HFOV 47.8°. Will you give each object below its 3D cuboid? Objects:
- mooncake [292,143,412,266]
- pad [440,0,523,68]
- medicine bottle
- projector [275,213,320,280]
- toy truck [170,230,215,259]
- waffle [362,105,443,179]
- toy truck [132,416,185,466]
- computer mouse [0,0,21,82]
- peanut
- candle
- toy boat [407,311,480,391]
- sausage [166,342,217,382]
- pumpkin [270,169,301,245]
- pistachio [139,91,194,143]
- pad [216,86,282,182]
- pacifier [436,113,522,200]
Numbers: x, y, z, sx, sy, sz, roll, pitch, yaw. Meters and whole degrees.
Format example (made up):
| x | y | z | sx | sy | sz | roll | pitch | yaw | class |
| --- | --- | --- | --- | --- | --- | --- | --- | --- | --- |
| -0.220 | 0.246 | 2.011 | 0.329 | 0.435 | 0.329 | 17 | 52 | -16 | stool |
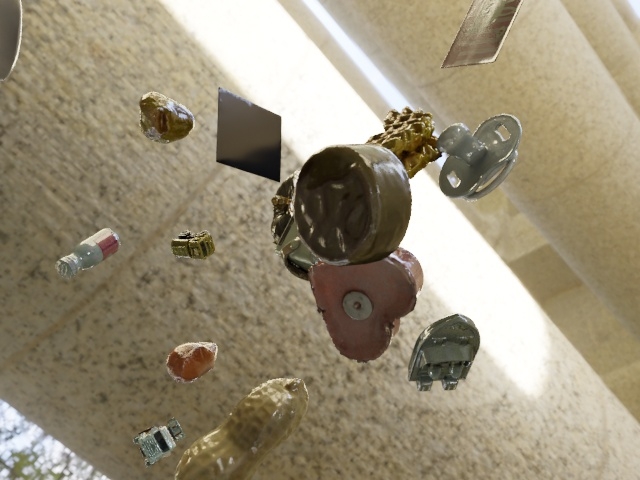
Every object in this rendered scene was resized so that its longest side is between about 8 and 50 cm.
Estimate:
| x | y | z | sx | sy | sz | roll | pitch | yaw | class |
| --- | --- | --- | --- | --- | --- | --- | --- | --- | --- |
| 0.065 | -0.083 | 1.662 | 0.156 | 0.284 | 0.285 | -3 | 165 | -45 | mooncake |
| 0.393 | -0.530 | 1.648 | 0.299 | 0.005 | 0.202 | -64 | -153 | -4 | pad |
| -0.741 | 0.043 | 2.306 | 0.090 | 0.090 | 0.217 | -28 | -170 | 37 | medicine bottle |
| 0.000 | 0.000 | 2.053 | 0.177 | 0.163 | 0.242 | 15 | -106 | 48 | projector |
| -0.255 | 0.011 | 1.460 | 0.083 | 0.049 | 0.054 | 2 | -155 | 32 | toy truck |
| 0.188 | -0.242 | 2.013 | 0.324 | 0.151 | 0.261 | -41 | -151 | -23 | waffle |
| -0.400 | 0.499 | 1.804 | 0.115 | 0.080 | 0.178 | -28 | 176 | -17 | toy truck |
| -0.697 | -0.476 | 1.491 | 0.121 | 0.184 | 0.296 | -47 | 153 | -47 | computer mouse |
| -0.138 | 0.370 | 1.348 | 0.298 | 0.120 | 0.136 | -42 | 162 | -16 | peanut |
| 0.104 | 0.139 | 1.884 | 0.316 | 0.287 | 0.131 | -68 | 169 | 24 | candle |
| 0.281 | 0.248 | 1.619 | 0.141 | 0.319 | 0.092 | -2 | -125 | -3 | toy boat |
| -0.295 | 0.275 | 1.662 | 0.089 | 0.089 | 0.179 | -38 | 171 | 16 | sausage |
| -0.079 | -0.102 | 2.486 | 0.139 | 0.222 | 0.317 | -47 | -149 | 43 | pumpkin |
| -0.388 | -0.299 | 1.752 | 0.100 | 0.110 | 0.189 | -40 | 164 | 18 | pistachio |
| -0.157 | -0.232 | 1.637 | 0.006 | 0.246 | 0.170 | -4 | -98 | 30 | pad |
| 0.401 | -0.240 | 1.930 | 0.279 | 0.207 | 0.227 | -45 | -151 | 20 | pacifier |
